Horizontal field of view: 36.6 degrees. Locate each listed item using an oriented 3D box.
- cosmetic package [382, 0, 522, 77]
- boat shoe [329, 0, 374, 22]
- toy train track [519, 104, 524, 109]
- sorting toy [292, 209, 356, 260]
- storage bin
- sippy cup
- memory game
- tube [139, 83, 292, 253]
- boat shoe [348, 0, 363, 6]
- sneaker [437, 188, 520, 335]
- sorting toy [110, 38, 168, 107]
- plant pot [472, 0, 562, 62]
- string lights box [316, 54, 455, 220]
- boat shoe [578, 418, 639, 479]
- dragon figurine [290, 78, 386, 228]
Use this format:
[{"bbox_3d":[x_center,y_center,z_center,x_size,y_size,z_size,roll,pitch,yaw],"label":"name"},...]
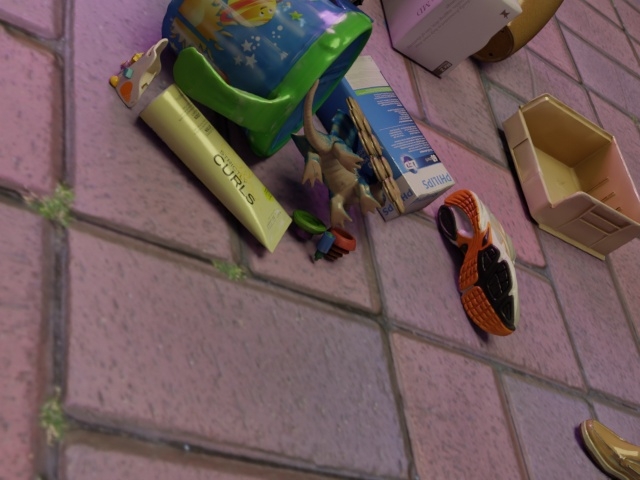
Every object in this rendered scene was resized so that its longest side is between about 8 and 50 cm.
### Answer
[{"bbox_3d":[0.236,-0.541,1.933,0.156,0.217,0.385,25,40,-34],"label":"cosmetic package"},{"bbox_3d":[0.026,-0.359,1.622,0.109,0.089,0.258,34,16,-2],"label":"boat shoe"},{"bbox_3d":[0.471,-0.279,2.141,0.083,0.014,0.048,26,41,-32],"label":"toy train track"},{"bbox_3d":[0.000,0.000,1.318,0.102,0.042,0.061,24,19,-18],"label":"sorting toy"},{"bbox_3d":[0.511,-0.129,1.951,0.260,0.123,0.262,23,44,-36],"label":"storage bin"},{"bbox_3d":[-0.086,-0.270,1.318,0.224,0.240,0.305,39,1,1],"label":"sippy cup"},{"bbox_3d":[0.079,-0.120,1.372,0.186,0.012,0.186,-24,90,-81],"label":"memory game"},{"bbox_3d":[-0.127,-0.093,1.236,0.070,0.062,0.240,-45,102,-18],"label":"tube"},{"bbox_3d":[0.059,-0.452,1.797,0.142,0.049,0.040,-34,105,-54],"label":"boat shoe"},{"bbox_3d":[0.282,0.039,1.559,0.121,0.099,0.262,23,44,-42],"label":"sneaker"},{"bbox_3d":[-0.222,-0.222,1.225,0.045,0.075,0.083,41,35,-16],"label":"sorting toy"},{"bbox_3d":[0.396,-0.508,2.110,0.237,0.237,0.254,41,52,-16],"label":"plant pot"},{"bbox_3d":[0.092,-0.167,1.539,0.133,0.077,0.260,-18,74,-54],"label":"string lights box"},{"bbox_3d":[0.493,0.346,1.538,0.190,0.072,0.068,44,35,-11],"label":"boat shoe"},{"bbox_3d":[0.015,-0.118,1.318,0.289,0.085,0.144,56,13,-39],"label":"dragon figurine"}]
